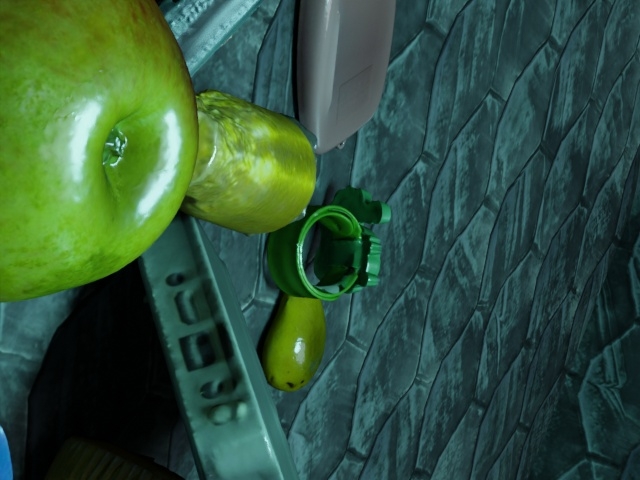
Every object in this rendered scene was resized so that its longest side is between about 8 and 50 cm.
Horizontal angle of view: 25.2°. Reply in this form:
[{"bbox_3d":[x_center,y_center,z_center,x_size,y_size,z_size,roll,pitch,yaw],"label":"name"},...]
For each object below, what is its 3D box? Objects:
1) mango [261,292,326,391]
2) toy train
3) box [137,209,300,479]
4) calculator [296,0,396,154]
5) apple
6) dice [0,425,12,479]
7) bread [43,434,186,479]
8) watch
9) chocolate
[{"bbox_3d":[-0.036,0.137,2.052,0.103,0.076,0.161,9,91,-57],"label":"mango"},{"bbox_3d":[-0.181,-0.168,1.414,0.409,0.086,0.089,-48,121,-1],"label":"toy train"},{"bbox_3d":[-0.105,0.207,1.673,0.111,0.396,0.396,-19,137,-5],"label":"box"},{"bbox_3d":[0.039,-0.268,1.952,0.220,0.048,0.330,-41,143,-46],"label":"calculator"},{"bbox_3d":[-0.268,-0.112,1.184,0.339,0.339,0.339,-40,140,-45],"label":"apple"},{"bbox_3d":[-0.392,0.223,1.378,0.146,0.143,0.146,-40,136,-43],"label":"dice"},{"bbox_3d":[-0.226,0.302,1.672,0.104,0.199,0.199,-63,152,-18],"label":"bread"},{"bbox_3d":[0.000,0.000,1.997,0.152,0.131,0.165,6,90,-40],"label":"watch"},{"bbox_3d":[-0.103,-0.097,1.551,0.445,0.162,0.162,15,94,-83],"label":"chocolate"}]
